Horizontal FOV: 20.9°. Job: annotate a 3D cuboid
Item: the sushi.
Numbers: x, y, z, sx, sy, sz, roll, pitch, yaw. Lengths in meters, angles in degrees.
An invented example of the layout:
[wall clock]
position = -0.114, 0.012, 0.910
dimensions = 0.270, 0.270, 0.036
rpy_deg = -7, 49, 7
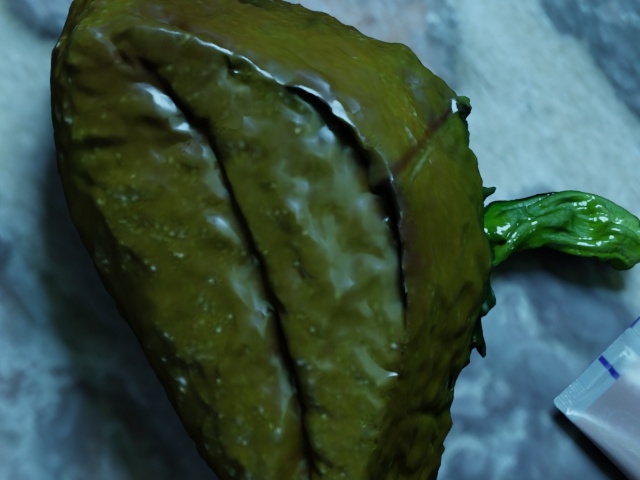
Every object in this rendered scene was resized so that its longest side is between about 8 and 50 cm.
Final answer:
[sushi]
position = -0.001, 0.000, 0.642
dimensions = 0.149, 0.140, 0.287
rpy_deg = -31, 88, 6

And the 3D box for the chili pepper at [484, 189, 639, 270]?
[chili pepper]
position = 0.103, -0.004, 0.752
dimensions = 0.091, 0.030, 0.034
rpy_deg = 1, 97, -24

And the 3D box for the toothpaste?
[toothpaste]
position = 0.184, 0.123, 0.744
dimensions = 0.067, 0.043, 0.194
rpy_deg = -39, 87, -29
